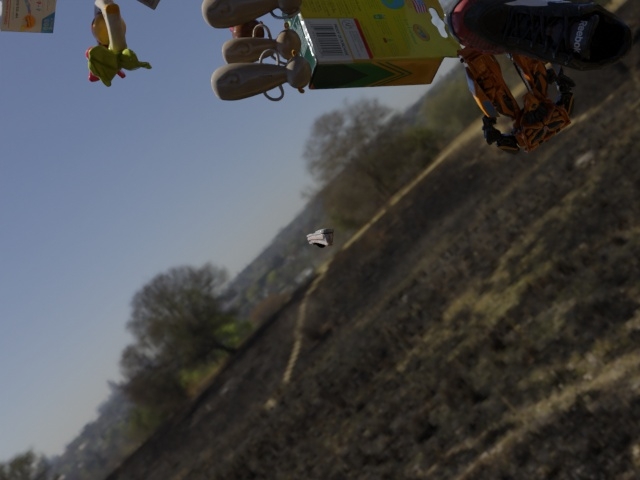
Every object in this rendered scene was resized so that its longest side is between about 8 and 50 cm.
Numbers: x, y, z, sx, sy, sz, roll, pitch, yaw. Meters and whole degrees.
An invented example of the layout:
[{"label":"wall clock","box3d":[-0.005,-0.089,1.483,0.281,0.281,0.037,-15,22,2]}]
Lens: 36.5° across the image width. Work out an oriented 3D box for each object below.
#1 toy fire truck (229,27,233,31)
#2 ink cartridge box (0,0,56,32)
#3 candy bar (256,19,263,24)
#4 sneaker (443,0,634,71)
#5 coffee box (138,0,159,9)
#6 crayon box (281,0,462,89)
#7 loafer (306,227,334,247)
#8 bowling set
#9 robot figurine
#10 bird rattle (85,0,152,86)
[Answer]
[{"label":"toy fire truck","box3d":[-0.133,-0.523,2.123,0.192,0.047,0.135,-31,23,-11]},{"label":"ink cartridge box","box3d":[-0.749,-0.570,2.389,0.181,0.061,0.104,-9,-61,-43]},{"label":"candy bar","box3d":[-0.192,-0.512,2.217,0.161,0.040,0.018,3,-68,-52]},{"label":"sneaker","box3d":[0.317,-0.299,1.367,0.135,0.276,0.097,-121,40,-73]},{"label":"coffee box","box3d":[-0.344,-0.649,2.140,0.246,0.098,0.141,-45,21,50]},{"label":"crayon box","box3d":[0.104,-0.400,1.903,0.319,0.202,0.081,-6,-32,-21]},{"label":"loafer","box3d":[0.000,0.000,2.115,0.045,0.039,0.125,-7,-5,-16]},{"label":"bowling set","box3d":[-0.088,-0.358,1.512,0.154,0.287,0.200,-7,7,12]},{"label":"robot figurine","box3d":[0.394,-0.294,1.911,0.211,0.291,0.085,-35,34,5]},{"label":"bird rattle","box3d":[-0.486,-0.470,2.283,0.143,0.207,0.253,-9,21,-14]}]
